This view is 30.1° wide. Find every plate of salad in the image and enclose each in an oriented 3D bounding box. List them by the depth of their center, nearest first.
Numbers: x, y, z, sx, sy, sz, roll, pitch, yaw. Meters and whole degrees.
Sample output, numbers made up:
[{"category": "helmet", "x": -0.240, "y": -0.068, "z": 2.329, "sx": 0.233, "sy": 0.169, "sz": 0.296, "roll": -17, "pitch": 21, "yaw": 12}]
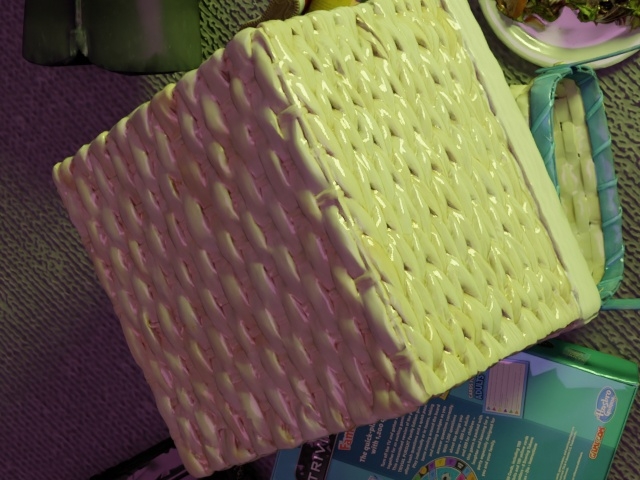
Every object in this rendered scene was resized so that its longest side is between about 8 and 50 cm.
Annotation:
[{"category": "plate of salad", "x": 0.247, "y": -0.260, "z": 1.149, "sx": 0.200, "sy": 0.048, "sz": 0.200, "roll": 4, "pitch": 108, "yaw": 14}]

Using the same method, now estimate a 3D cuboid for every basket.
[{"category": "basket", "x": 0.000, "y": 0.000, "z": 1.027, "sx": 0.328, "sy": 0.266, "sz": 0.331, "roll": -26, "pitch": 88, "yaw": 43}, {"category": "basket", "x": 0.254, "y": -0.046, "z": 1.117, "sx": 0.289, "sy": 0.201, "sz": 0.255, "roll": -10, "pitch": 98, "yaw": 25}]

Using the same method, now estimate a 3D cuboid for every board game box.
[{"category": "board game box", "x": 0.135, "y": 0.204, "z": 1.262, "sx": 0.336, "sy": 0.079, "sz": 0.254, "roll": 17, "pitch": 104, "yaw": 10}]

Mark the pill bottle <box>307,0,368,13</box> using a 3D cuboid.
[{"category": "pill bottle", "x": 0.042, "y": -0.230, "z": 1.183, "sx": 0.103, "sy": 0.103, "sz": 0.184, "roll": 22, "pitch": 106, "yaw": 9}]

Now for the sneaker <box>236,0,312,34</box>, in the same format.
[{"category": "sneaker", "x": -0.039, "y": -0.232, "z": 1.240, "sx": 0.042, "sy": 0.067, "sz": 0.118, "roll": 52, "pitch": 138, "yaw": -3}]

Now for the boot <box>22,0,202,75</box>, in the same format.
[{"category": "boot", "x": -0.146, "y": -0.377, "z": 1.134, "sx": 0.367, "sy": 0.146, "sz": 0.445, "roll": 15, "pitch": 103, "yaw": 43}]

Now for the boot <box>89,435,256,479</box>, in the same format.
[{"category": "boot", "x": -0.183, "y": 0.382, "z": 1.348, "sx": 0.348, "sy": 0.131, "sz": 0.260, "roll": -30, "pitch": 93, "yaw": 17}]
